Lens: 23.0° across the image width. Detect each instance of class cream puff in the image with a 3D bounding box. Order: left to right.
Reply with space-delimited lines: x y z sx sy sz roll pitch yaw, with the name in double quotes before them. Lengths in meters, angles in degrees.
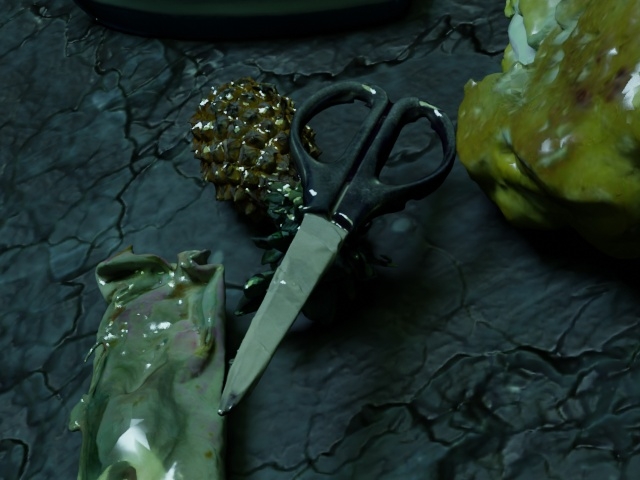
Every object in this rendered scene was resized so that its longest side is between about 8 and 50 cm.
"cream puff" 0.213 -0.108 0.996 0.282 0.185 0.282 -41 37 40

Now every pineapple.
"pineapple" -0.035 -0.034 1.053 0.103 0.083 0.221 -13 43 -17

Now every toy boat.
"toy boat" -0.072 -0.206 1.242 0.299 0.062 0.096 0 49 17

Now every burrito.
"burrito" -0.100 0.128 0.939 0.096 0.066 0.309 -9 49 7

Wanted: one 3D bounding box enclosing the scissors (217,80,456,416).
"scissors" 0.000 0.000 0.946 0.109 0.022 0.300 18 46 10
